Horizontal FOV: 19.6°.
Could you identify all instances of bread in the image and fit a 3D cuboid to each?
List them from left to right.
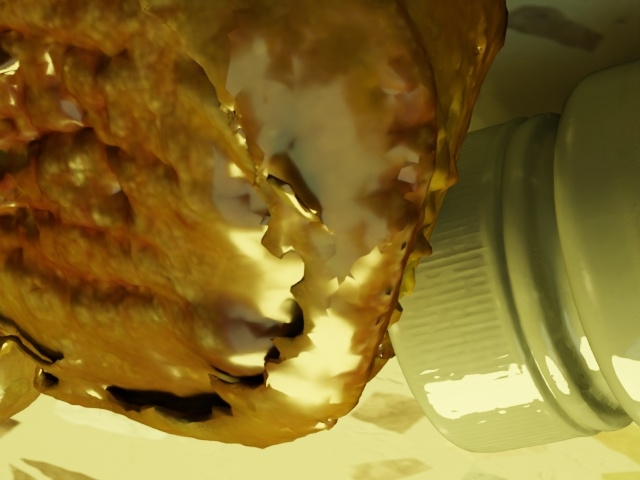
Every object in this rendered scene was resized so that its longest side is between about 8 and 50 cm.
[{"bbox_3d":[-0.069,-0.079,0.873,0.337,0.204,0.358,38,137,17],"label":"bread"}]

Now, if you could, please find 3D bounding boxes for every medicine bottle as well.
[{"bbox_3d":[0.216,-0.002,0.967,0.340,0.208,0.208,-15,137,26],"label":"medicine bottle"}]

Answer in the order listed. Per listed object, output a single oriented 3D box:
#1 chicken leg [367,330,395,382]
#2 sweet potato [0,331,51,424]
[{"bbox_3d":[-0.002,-0.002,1.122,0.107,0.087,0.251,-8,136,-8],"label":"chicken leg"},{"bbox_3d":[-0.293,0.108,1.300,0.292,0.097,0.097,-19,134,32],"label":"sweet potato"}]
